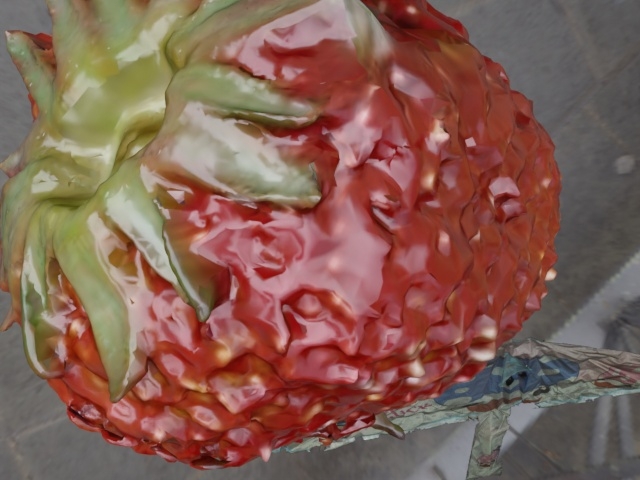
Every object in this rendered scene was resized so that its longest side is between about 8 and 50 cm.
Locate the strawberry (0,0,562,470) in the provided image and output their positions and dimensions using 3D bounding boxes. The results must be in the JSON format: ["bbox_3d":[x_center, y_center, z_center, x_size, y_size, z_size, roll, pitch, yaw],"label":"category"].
[{"bbox_3d":[-0.001,0.002,0.704,0.343,0.292,0.292,31,89,-43],"label":"strawberry"}]

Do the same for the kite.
[{"bbox_3d":[0.153,0.131,1.098,0.406,0.368,0.014,-12,99,13],"label":"kite"}]
